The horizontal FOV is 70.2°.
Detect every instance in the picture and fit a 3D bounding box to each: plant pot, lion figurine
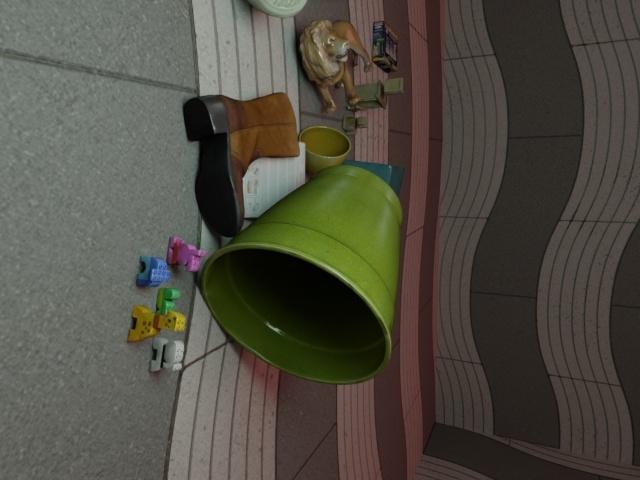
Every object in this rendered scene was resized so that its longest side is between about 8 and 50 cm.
[{"bbox_3d":[0.005,-0.223,1.199,0.095,0.134,0.134,103,11,-47],"label":"plant pot"},{"bbox_3d":[0.010,0.035,0.929,0.353,0.367,0.366,-60,144,-43],"label":"plant pot"},{"bbox_3d":[0.042,-0.515,1.249,0.392,0.142,0.240,-79,150,-50],"label":"lion figurine"},{"bbox_3d":[0.162,-0.137,1.497,0.166,0.166,0.234,-19,118,-63],"label":"plant pot"}]

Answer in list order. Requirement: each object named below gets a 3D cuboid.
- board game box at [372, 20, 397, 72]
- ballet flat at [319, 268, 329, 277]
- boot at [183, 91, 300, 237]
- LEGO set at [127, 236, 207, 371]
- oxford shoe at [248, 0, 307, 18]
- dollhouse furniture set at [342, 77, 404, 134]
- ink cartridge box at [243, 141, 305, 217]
[{"bbox_3d":[0.246,-0.728,1.725,0.170,0.048,0.140,-9,99,-64],"label":"board game box"},{"bbox_3d":[0.000,0.000,1.203,0.182,0.164,0.482,42,47,-33],"label":"ballet flat"},{"bbox_3d":[-0.136,-0.163,0.922,0.280,0.096,0.264,-29,106,-57],"label":"boot"},{"bbox_3d":[-0.239,0.104,0.729,0.087,0.093,0.227,20,76,-64],"label":"LEGO set"},{"bbox_3d":[-0.118,-0.650,0.874,0.130,0.169,0.448,-157,-124,-73],"label":"oxford shoe"},{"bbox_3d":[0.179,-0.414,1.459,0.101,0.182,0.160,26,70,-64],"label":"dollhouse furniture set"},{"bbox_3d":[-0.126,-0.140,1.020,0.225,0.056,0.180,-5,98,-46],"label":"ink cartridge box"}]
